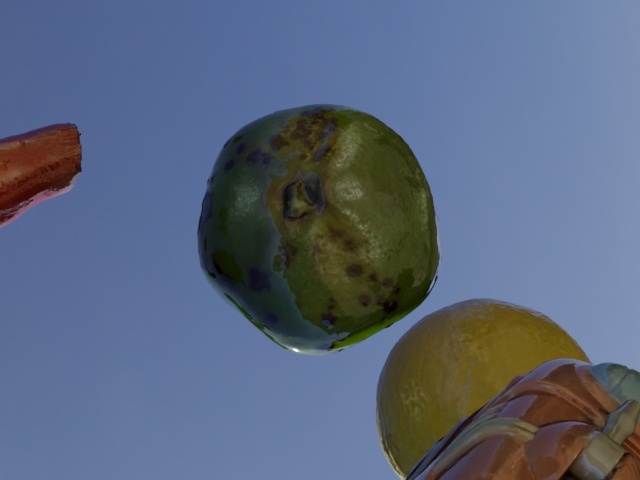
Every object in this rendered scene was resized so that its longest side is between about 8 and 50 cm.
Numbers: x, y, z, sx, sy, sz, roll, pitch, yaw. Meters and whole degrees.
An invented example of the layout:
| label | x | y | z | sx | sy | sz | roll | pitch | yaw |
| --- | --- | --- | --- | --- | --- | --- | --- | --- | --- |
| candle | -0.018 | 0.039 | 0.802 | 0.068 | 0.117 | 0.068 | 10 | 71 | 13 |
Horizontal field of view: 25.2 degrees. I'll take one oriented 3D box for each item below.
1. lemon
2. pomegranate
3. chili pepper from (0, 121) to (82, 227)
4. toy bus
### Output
| label | x | y | z | sx | sy | sz | roll | pitch | yaw |
| --- | --- | --- | --- | --- | --- | --- | --- | --- | --- |
| lemon | 0.185 | 0.190 | 1.489 | 0.240 | 0.240 | 0.219 | 60 | 177 | -32 |
| pomegranate | 0.000 | 0.010 | 0.842 | 0.169 | 0.143 | 0.122 | 89 | 180 | -56 |
| chili pepper | -0.323 | -0.055 | 1.407 | 0.084 | 0.192 | 0.086 | 48 | 150 | 39 |
| toy bus | 0.155 | 0.198 | 1.031 | 0.194 | 0.232 | 0.288 | 38 | -147 | 13 |
